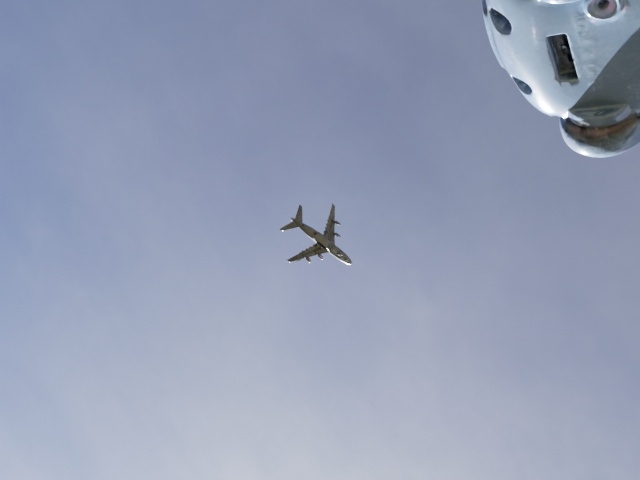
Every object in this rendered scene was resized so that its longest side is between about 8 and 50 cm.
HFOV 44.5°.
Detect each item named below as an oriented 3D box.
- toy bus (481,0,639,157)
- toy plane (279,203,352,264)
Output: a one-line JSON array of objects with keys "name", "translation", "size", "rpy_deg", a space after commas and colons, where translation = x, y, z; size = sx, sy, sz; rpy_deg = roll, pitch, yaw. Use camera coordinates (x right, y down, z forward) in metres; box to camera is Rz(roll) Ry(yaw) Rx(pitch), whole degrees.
[{"name": "toy bus", "translation": [0.274, -0.215, 0.582], "size": [0.294, 0.231, 0.197], "rpy_deg": [-5, -38, 29]}, {"name": "toy plane", "translation": [-0.001, -0.001, 0.820], "size": [0.084, 0.024, 0.078], "rpy_deg": [36, -98, 16]}]
